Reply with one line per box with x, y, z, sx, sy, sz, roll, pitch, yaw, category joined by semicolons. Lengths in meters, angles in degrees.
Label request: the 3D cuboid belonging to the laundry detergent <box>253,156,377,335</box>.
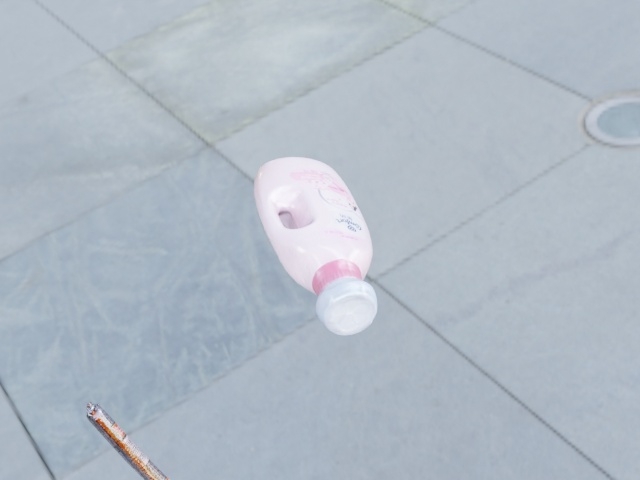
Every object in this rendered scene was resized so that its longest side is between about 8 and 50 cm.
0.000;0.000;1.409;0.159;0.088;0.335;4;34;-18;laundry detergent

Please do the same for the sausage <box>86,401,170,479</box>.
-0.241;0.285;1.308;0.025;0.198;0.028;-28;19;34;sausage
